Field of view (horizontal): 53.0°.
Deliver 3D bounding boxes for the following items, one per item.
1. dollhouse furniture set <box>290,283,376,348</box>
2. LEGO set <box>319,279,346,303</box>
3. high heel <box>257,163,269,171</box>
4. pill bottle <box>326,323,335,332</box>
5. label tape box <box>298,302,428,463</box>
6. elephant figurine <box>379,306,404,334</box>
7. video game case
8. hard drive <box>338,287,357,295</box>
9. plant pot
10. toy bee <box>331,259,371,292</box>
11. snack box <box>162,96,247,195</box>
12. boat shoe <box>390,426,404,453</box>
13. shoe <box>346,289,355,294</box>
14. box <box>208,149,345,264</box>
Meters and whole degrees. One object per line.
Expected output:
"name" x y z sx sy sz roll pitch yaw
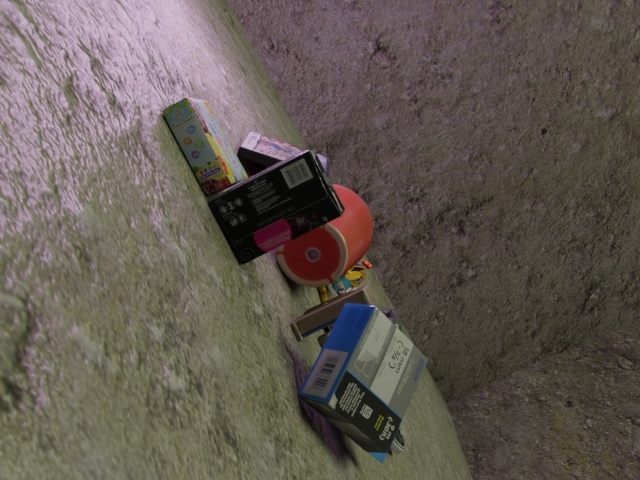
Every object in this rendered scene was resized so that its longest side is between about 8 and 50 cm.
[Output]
"dollhouse furniture set" 0.096 0.289 1.628 0.303 0.198 0.286 65 9 2
"LEGO set" 0.024 0.147 2.017 0.227 0.087 0.093 63 9 -51
"high heel" -0.113 -0.189 2.099 0.261 0.093 0.186 47 4 -3
"pill bottle" 0.064 0.258 1.902 0.152 0.086 0.086 61 9 -20
"label tape box" 0.132 0.332 1.437 0.333 0.106 0.240 46 60 -31
"elephant figurine" 0.283 0.404 2.619 0.186 0.170 0.239 -48 133 -50
"video game case" -0.105 -0.257 1.964 0.275 0.035 0.248 18 19 -5
"hard drive" 0.110 0.200 2.494 0.318 0.040 0.210 58 10 -31
"plant pot" 0.000 0.000 1.780 0.274 0.275 0.243 62 18 -11
"toy bee" 0.084 0.101 2.205 0.195 0.162 0.298 42 -9 34
"snack box" -0.254 -0.212 1.440 0.207 0.070 0.174 64 9 -6
"boat shoe" 0.202 0.492 1.963 0.306 0.105 0.113 66 9 17
"shoe" 0.105 0.263 2.071 0.058 0.077 0.218 -120 -155 -79
"box" -0.092 -0.079 1.420 0.163 0.247 0.142 63 7 -5
